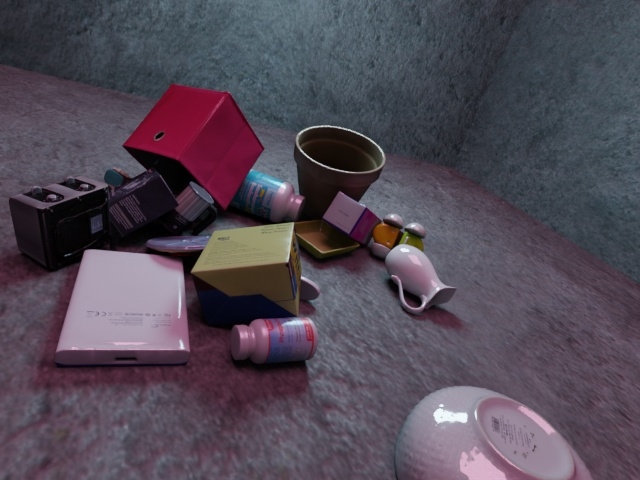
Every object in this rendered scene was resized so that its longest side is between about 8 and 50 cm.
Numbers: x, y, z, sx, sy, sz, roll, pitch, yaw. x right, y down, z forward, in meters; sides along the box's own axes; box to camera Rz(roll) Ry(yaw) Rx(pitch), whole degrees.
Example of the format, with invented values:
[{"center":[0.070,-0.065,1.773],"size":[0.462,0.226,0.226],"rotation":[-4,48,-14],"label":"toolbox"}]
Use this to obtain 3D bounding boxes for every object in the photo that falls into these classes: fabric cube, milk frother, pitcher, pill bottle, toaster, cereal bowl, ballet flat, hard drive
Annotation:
[{"center":[-0.379,-0.288,1.295],"size":[0.254,0.258,0.259],"rotation":[19,-21,29],"label":"fabric cube"},{"center":[-0.380,-0.101,1.202],"size":[0.143,0.135,0.129],"rotation":[53,8,34],"label":"milk frother"},{"center":[0.271,0.116,1.247],"size":[0.178,0.125,0.207],"rotation":[-19,53,-31],"label":"pitcher"},{"center":[-0.190,-0.151,1.437],"size":[0.264,0.146,0.146],"rotation":[20,24,6],"label":"pill bottle"},{"center":[-0.562,-0.039,0.930],"size":[0.110,0.185,0.168],"rotation":[23,33,16],"label":"toaster"},{"center":[-0.093,0.199,0.837],"size":[0.160,0.087,0.087],"rotation":[4,28,-29],"label":"pill bottle"},{"center":[0.303,0.369,0.692],"size":[0.340,0.141,0.338],"rotation":[15,25,-7],"label":"cereal bowl"},{"center":[-0.568,-0.150,1.260],"size":[0.241,0.091,0.077],"rotation":[41,10,34],"label":"ballet flat"},{"center":[-0.384,0.124,0.850],"size":[0.211,0.040,0.318],"rotation":[7,27,-24],"label":"hard drive"}]

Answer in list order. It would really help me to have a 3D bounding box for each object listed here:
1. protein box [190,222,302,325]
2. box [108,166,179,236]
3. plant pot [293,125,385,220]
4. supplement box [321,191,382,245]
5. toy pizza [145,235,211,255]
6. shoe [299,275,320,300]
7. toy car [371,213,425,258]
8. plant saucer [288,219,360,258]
[{"center":[-0.151,0.069,0.939],"size":[0.200,0.135,0.201],"rotation":[-6,26,3],"label":"protein box"},{"center":[-0.472,-0.106,1.091],"size":[0.158,0.093,0.156],"rotation":[-33,29,-15],"label":"box"},{"center":[0.042,-0.221,1.541],"size":[0.324,0.280,0.323],"rotation":[10,39,-8],"label":"plant pot"},{"center":[0.113,-0.068,1.419],"size":[0.111,0.113,0.220],"rotation":[33,2,23],"label":"supplement box"},{"center":[-0.340,0.015,1.072],"size":[0.202,0.032,0.201],"rotation":[1,7,0],"label":"toy pizza"},{"center":[-0.076,0.094,1.098],"size":[0.178,0.063,0.081],"rotation":[18,29,11],"label":"shoe"},{"center":[0.268,0.009,1.456],"size":[0.182,0.159,0.136],"rotation":[24,-11,14],"label":"toy car"},{"center":[0.000,0.000,1.373],"size":[0.189,0.045,0.188],"rotation":[-9,36,-47],"label":"plant saucer"}]
